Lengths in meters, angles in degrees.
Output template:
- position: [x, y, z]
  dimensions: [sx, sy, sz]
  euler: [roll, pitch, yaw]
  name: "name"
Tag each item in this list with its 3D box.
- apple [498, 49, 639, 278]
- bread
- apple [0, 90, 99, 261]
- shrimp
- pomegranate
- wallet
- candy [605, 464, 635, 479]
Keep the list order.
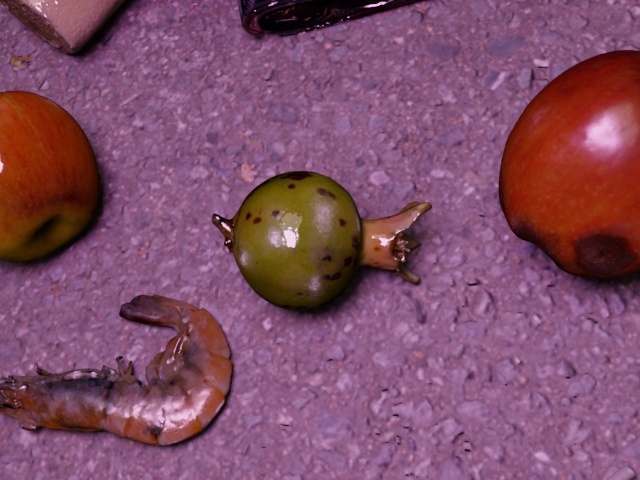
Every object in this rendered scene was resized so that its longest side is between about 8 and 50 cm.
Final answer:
- position: [0.285, -0.068, 0.899]
  dimensions: [0.230, 0.230, 0.229]
  euler: [-5, 67, 11]
  name: "apple"
- position: [-0.323, -0.328, 1.172]
  dimensions: [0.141, 0.134, 0.148]
  euler: [-52, 31, -12]
  name: "bread"
- position: [-0.353, -0.070, 1.050]
  dimensions: [0.196, 0.196, 0.195]
  euler: [-5, 67, 11]
  name: "apple"
- position: [-0.241, 0.135, 1.017]
  dimensions: [0.296, 0.058, 0.169]
  euler: [4, 62, 10]
  name: "shrimp"
- position: [0.007, -0.009, 0.970]
  dimensions: [0.220, 0.156, 0.156]
  euler: [-18, 64, -14]
  name: "pomegranate"
- position: [0.016, -0.378, 1.168]
  dimensions: [0.262, 0.071, 0.220]
  euler: [-12, 61, 4]
  name: "wallet"
- position: [0.150, 0.322, 0.836]
  dimensions: [0.365, 0.124, 0.124]
  euler: [-34, 65, -12]
  name: "candy"
